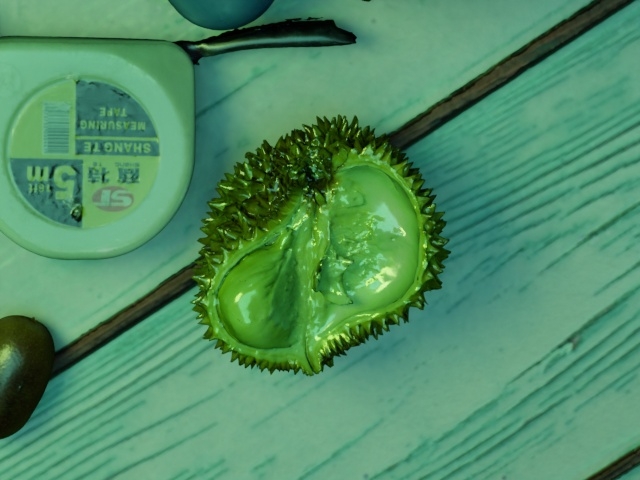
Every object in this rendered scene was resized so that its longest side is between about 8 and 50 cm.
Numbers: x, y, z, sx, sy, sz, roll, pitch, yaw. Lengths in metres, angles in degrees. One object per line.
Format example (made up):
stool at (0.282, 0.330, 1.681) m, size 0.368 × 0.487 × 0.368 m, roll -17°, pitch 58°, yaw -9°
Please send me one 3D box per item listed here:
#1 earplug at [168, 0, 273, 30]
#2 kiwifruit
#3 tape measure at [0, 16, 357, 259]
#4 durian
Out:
earplug at (-0.126, -0.285, 1.276) m, size 0.132 × 0.132 × 0.273 m, roll -35°, pitch 124°, yaw 5°
kiwifruit at (-0.290, 0.127, 1.444) m, size 0.075 × 0.075 × 0.124 m, roll 26°, pitch 96°, yaw -9°
tape measure at (-0.146, -0.095, 1.392) m, size 0.351 × 0.098 × 0.215 m, roll -1°, pitch 100°, yaw -10°
durian at (-0.003, 0.002, 1.381) m, size 0.237 × 0.176 × 0.200 m, roll -43°, pitch 116°, yaw 14°
